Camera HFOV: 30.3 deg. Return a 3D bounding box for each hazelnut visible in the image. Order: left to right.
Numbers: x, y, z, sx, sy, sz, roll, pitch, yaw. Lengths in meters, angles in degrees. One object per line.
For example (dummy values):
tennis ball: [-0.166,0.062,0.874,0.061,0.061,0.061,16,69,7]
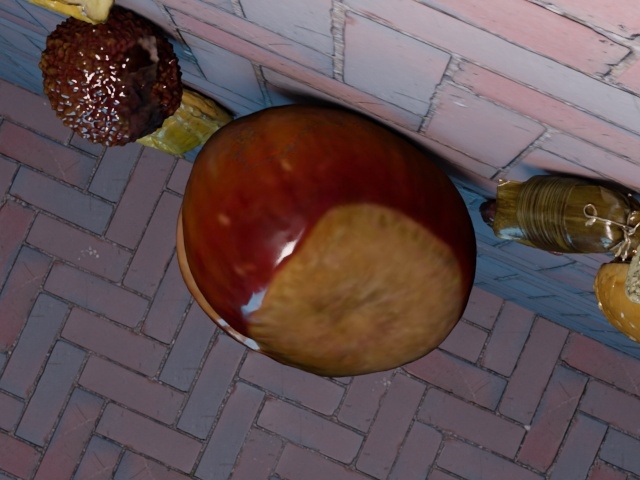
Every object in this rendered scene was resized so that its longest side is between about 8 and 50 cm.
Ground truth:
hazelnut: [0.000,0.000,1.545,0.409,0.359,0.359,35,172,-31]

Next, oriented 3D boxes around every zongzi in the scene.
zongzi: [0.311,-0.019,1.287,0.184,0.084,0.187,8,-176,-39]

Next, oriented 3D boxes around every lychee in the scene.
lychee: [-0.271,-0.210,1.497,0.188,0.188,0.188,24,177,1]

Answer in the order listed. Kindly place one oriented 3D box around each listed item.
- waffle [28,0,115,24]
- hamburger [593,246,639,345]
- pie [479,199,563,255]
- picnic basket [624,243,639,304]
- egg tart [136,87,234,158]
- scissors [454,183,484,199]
waffle: [-0.380,-0.330,1.318,0.221,0.055,0.248,22,177,34]
hamburger: [0.450,0.095,1.331,0.283,0.144,0.259,29,176,-17]
pie: [0.297,-0.020,1.713,0.154,0.036,0.154,24,176,2]
picnic basket: [0.384,0.034,0.992,0.196,0.134,0.154,24,179,-16]
egg tart: [-0.288,-0.222,2.030,0.290,0.115,0.290,22,178,1]
scissors: [0.200,-0.078,1.713,0.083,0.006,0.036,25,175,-16]
